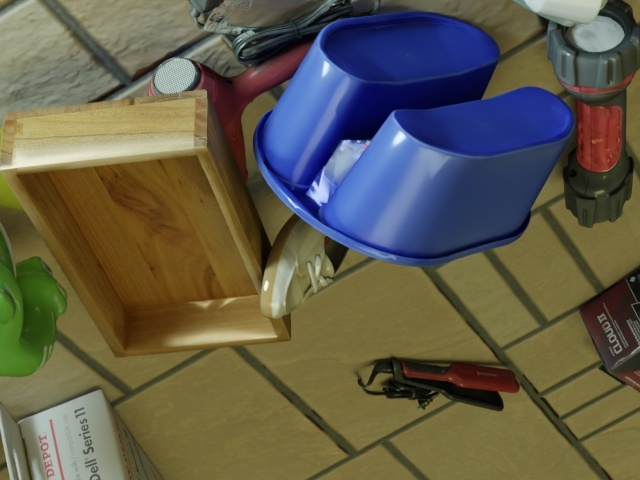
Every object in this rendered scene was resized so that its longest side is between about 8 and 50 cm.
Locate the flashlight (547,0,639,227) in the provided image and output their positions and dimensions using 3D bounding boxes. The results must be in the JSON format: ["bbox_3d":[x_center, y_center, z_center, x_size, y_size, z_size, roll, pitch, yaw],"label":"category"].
[{"bbox_3d":[0.303,-0.132,2.054,0.103,0.103,0.304,-18,141,-7],"label":"flashlight"}]

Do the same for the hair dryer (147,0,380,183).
[{"bbox_3d":[-0.064,-0.154,1.874,0.224,0.080,0.293,2,137,-28],"label":"hair dryer"}]

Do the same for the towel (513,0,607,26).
[{"bbox_3d":[0.222,-0.380,1.735,0.374,0.090,0.320,20,124,-41],"label":"towel"}]

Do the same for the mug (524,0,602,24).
[{"bbox_3d":[0.230,-0.248,1.786,0.064,0.078,0.062,2,168,-16],"label":"mug"}]

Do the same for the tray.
[{"bbox_3d":[-0.169,-0.007,1.933,0.203,0.076,0.411,-6,149,8],"label":"tray"}]

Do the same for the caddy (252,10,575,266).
[{"bbox_3d":[0.090,-0.092,1.863,0.341,0.241,0.179,-13,140,-48],"label":"caddy"}]

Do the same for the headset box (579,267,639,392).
[{"bbox_3d":[0.497,0.103,2.419,0.293,0.110,0.218,-38,139,20],"label":"headset box"}]

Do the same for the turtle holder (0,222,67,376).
[{"bbox_3d":[-0.393,0.027,1.810,0.320,0.227,0.243,-3,137,-18],"label":"turtle holder"}]

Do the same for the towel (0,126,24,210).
[{"bbox_3d":[-0.252,-0.066,1.943,0.237,0.021,0.102,10,129,-33],"label":"towel"}]

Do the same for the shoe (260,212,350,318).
[{"bbox_3d":[0.000,0.000,1.993,0.058,0.219,0.076,13,141,23],"label":"shoe"}]

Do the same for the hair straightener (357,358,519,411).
[{"bbox_3d":[0.144,0.199,2.421,0.230,0.047,0.089,5,135,-30],"label":"hair straightener"}]

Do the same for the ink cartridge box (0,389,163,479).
[{"bbox_3d":[-0.263,0.328,2.254,0.119,0.207,0.353,-21,143,2],"label":"ink cartridge box"}]
